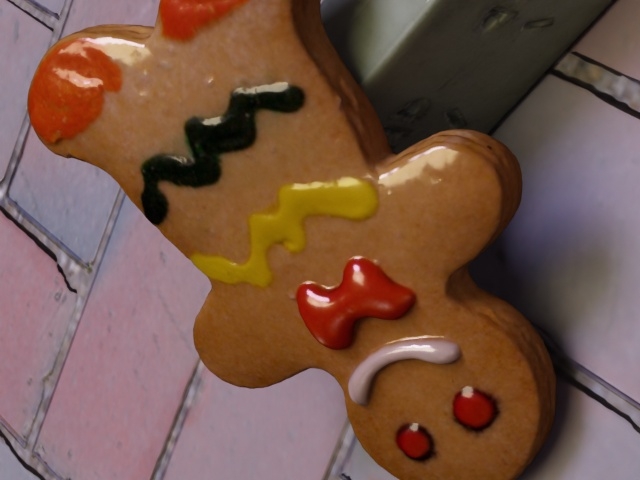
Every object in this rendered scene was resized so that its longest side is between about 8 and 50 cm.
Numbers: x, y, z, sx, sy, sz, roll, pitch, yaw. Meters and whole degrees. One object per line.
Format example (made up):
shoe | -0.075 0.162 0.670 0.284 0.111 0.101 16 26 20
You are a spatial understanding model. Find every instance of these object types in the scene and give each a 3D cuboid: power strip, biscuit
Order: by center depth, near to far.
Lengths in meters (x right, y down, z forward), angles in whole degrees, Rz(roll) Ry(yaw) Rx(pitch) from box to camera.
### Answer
power strip | 0.077 -0.118 0.636 0.288 0.093 0.053 -48 53 32
biscuit | 0.000 0.000 0.640 0.165 0.036 0.250 -33 97 32
